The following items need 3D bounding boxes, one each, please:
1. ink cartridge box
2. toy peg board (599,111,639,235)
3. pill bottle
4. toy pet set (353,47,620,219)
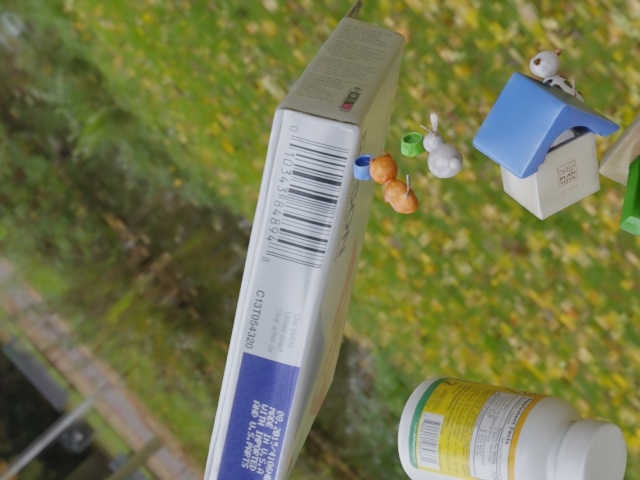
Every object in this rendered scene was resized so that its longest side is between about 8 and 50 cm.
[{"bbox_3d":[0.000,0.000,1.232,0.071,0.324,0.330,15,-155,7],"label":"ink cartridge box"},{"bbox_3d":[0.313,-0.046,1.145,0.161,0.079,0.161,23,142,-8],"label":"toy peg board"},{"bbox_3d":[0.192,0.206,1.529,0.208,0.118,0.118,7,142,39],"label":"pill bottle"},{"bbox_3d":[0.088,-0.063,0.795,0.114,0.122,0.065,44,155,48],"label":"toy pet set"}]
